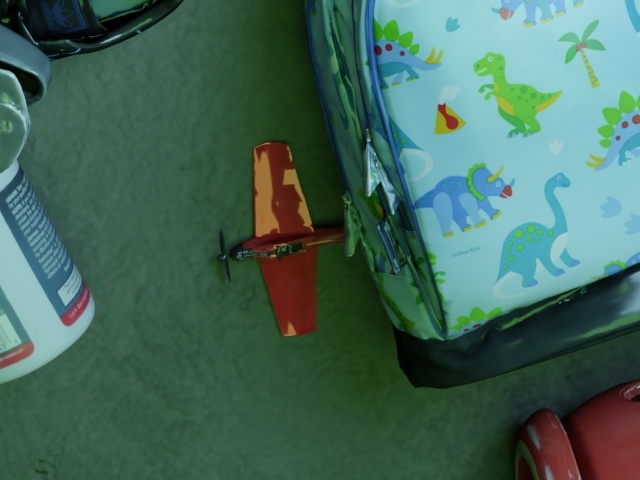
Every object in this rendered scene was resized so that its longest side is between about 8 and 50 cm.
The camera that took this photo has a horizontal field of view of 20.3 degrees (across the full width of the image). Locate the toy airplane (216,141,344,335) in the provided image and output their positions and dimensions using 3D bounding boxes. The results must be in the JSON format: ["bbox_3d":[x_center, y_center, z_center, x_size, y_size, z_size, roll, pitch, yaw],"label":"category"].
[{"bbox_3d":[0.000,0.000,1.277,0.151,0.028,0.151,-4,108,-13],"label":"toy airplane"}]

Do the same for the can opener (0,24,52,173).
[{"bbox_3d":[-0.308,-0.108,1.087,0.284,0.095,0.076,12,129,1],"label":"can opener"}]

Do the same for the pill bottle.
[{"bbox_3d":[-0.233,-0.004,1.174,0.108,0.108,0.180,-27,113,-4],"label":"pill bottle"}]

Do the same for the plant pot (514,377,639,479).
[{"bbox_3d":[0.240,0.192,1.323,0.174,0.191,0.191,-8,110,-3],"label":"plant pot"}]

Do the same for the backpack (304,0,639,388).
[{"bbox_3d":[0.131,-0.102,1.171,0.290,0.273,0.355,-18,91,3],"label":"backpack"}]

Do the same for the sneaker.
[{"bbox_3d":[-0.196,-0.149,1.142,0.232,0.090,0.081,-20,112,-7],"label":"sneaker"}]
